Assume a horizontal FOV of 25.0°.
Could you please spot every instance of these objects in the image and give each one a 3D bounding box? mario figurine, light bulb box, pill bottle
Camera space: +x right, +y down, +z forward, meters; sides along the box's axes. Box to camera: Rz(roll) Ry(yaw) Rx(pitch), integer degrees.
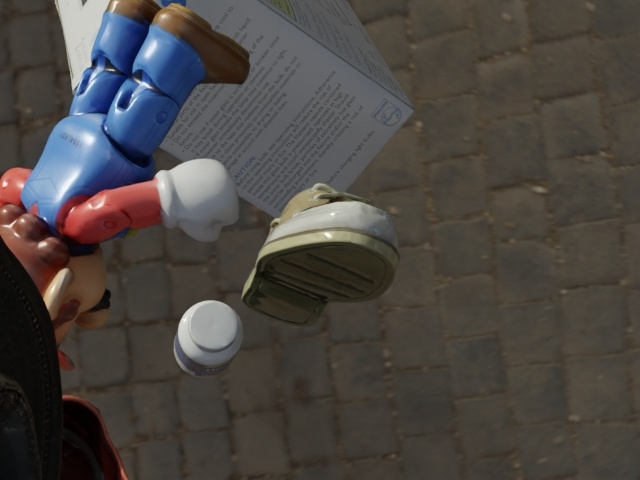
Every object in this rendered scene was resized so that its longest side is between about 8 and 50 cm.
[{"bbox_3d":[-0.169,-0.020,1.107,0.170,0.198,0.320,31,85,-10],"label":"mario figurine"},{"bbox_3d":[-0.121,-0.250,1.819,0.225,0.361,0.358,-49,30,16],"label":"light bulb box"},{"bbox_3d":[-0.114,0.099,1.483,0.067,0.120,0.067,2,74,-9],"label":"pill bottle"}]

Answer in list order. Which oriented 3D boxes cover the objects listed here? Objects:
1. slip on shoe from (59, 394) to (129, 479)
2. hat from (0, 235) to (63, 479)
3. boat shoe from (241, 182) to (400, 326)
[{"bbox_3d":[-0.150,0.245,0.949,0.331,0.123,0.101,67,148,35],"label":"slip on shoe"},{"bbox_3d":[-0.201,0.127,0.633,0.134,0.331,0.331,3,91,42],"label":"hat"},{"bbox_3d":[0.000,0.000,1.335,0.113,0.302,0.103,24,72,-13],"label":"boat shoe"}]
